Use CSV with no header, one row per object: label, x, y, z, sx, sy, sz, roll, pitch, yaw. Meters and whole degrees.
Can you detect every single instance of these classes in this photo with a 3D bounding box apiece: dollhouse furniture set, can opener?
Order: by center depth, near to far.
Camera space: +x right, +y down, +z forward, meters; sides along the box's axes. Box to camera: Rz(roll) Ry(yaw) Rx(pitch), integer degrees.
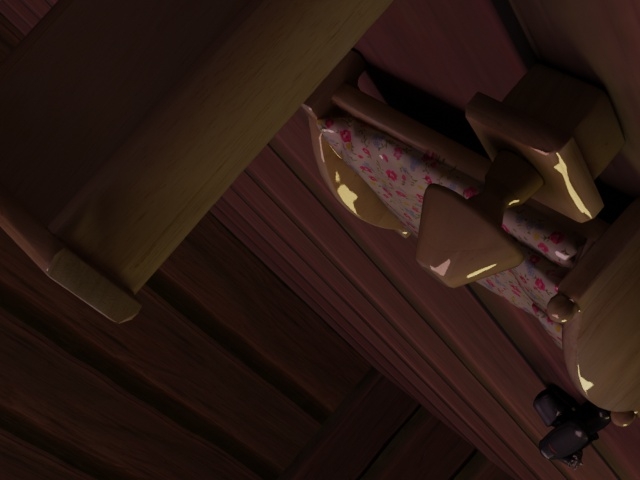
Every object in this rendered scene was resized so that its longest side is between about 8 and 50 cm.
dollhouse furniture set,0.000,0.000,0.500,0.303,0.174,0.355,36,172,41
can opener,0.225,0.174,0.892,0.073,0.059,0.186,40,174,10
